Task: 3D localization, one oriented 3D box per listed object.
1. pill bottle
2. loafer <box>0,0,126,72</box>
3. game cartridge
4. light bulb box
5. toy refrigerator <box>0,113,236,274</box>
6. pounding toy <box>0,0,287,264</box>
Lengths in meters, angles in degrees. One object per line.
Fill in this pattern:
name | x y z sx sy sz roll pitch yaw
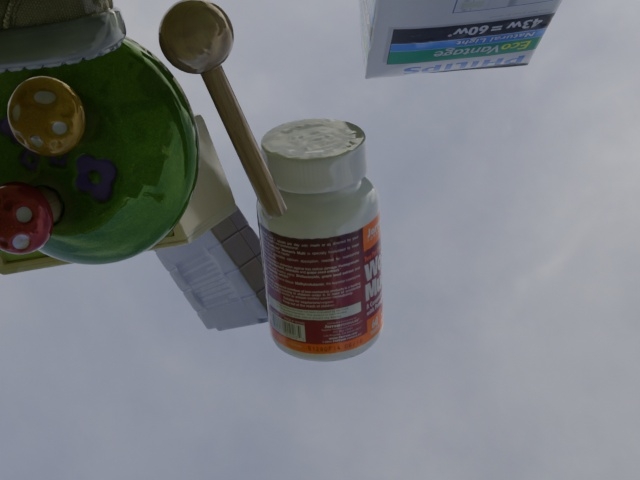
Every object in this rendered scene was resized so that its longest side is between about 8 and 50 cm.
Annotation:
pill bottle | 0.000 0.000 0.960 0.121 0.121 0.221 18 -54 33
loafer | -0.227 -0.123 0.479 0.251 0.094 0.087 -7 -74 -9
game cartridge | -0.153 0.015 1.319 0.068 0.355 0.230 -40 -83 -20
light bulb box | 0.150 -0.422 1.127 0.225 0.361 0.357 -5 -103 -2
toy refrigerator | -0.226 -0.039 0.959 0.270 0.094 0.102 -8 -71 34
pounding toy | -0.165 -0.063 0.685 0.237 0.110 0.182 -12 -77 17
